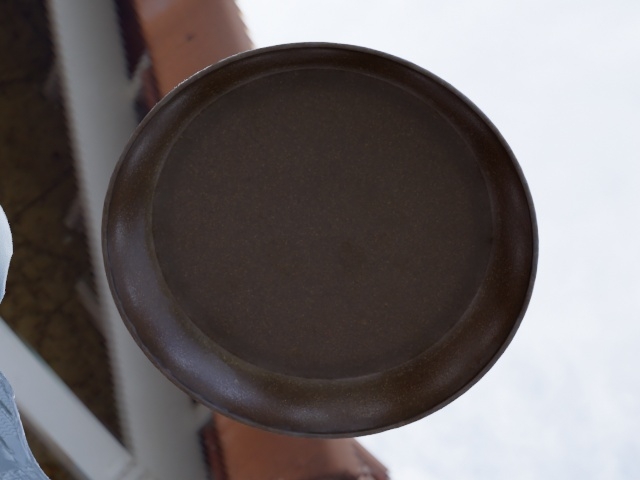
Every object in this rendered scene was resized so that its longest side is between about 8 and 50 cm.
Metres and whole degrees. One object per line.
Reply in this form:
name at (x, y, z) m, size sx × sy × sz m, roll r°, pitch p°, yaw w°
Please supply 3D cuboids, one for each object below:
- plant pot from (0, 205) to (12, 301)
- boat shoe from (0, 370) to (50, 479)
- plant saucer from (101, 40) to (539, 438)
plant pot at (-0.467, -0.037, 1.451) m, size 0.341 × 0.341 × 0.334 m, roll 31°, pitch -17°, yaw 21°
boat shoe at (-0.191, 0.133, 0.804) m, size 0.226 × 0.083 × 0.076 m, roll 49°, pitch -56°, yaw 36°
plant saucer at (0.000, 0.000, 1.103) m, size 0.311 × 0.050 × 0.310 m, roll 2°, pitch -66°, yaw 4°
